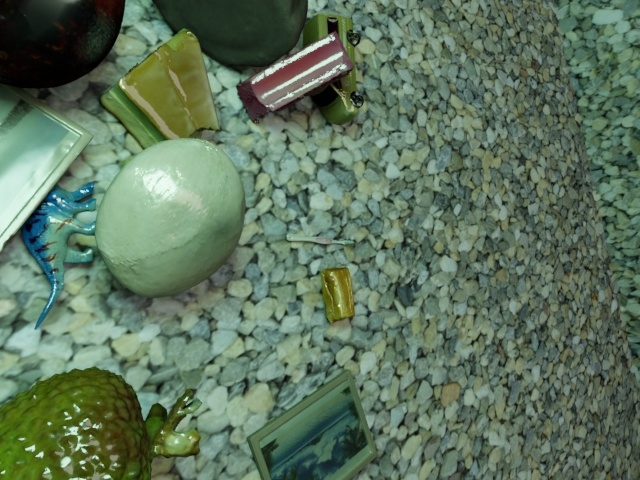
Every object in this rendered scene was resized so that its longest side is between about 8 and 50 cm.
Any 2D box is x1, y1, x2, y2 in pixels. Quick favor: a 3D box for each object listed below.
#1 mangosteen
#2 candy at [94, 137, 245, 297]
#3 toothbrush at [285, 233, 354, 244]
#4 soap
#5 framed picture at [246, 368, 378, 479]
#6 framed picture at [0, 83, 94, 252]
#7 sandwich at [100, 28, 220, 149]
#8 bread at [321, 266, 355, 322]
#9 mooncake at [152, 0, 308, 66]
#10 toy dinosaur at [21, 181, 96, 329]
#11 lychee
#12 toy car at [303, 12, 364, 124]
[{"bbox_3d":[-0.441,-0.374,0.805,0.311,0.311,0.310,7,79,-41],"label":"mangosteen"},{"bbox_3d":[-0.246,-0.036,0.963,0.295,0.185,0.295,-36,138,-42],"label":"candy"},{"bbox_3d":[0.000,0.000,1.327,0.204,0.022,0.017,5,78,-38],"label":"toothbrush"},{"bbox_3d":[-0.057,-0.349,1.206,0.250,0.162,0.099,-29,107,2],"label":"soap"},{"bbox_3d":[-0.006,0.466,1.252,0.315,0.024,0.231,-24,99,-42],"label":"framed picture"},{"bbox_3d":[-0.523,-0.117,0.845,0.213,0.016,0.289,34,62,-15],"label":"framed picture"},{"bbox_3d":[-0.273,-0.275,1.065,0.186,0.108,0.220,50,53,-25],"label":"sandwich"},{"bbox_3d":[0.042,0.128,1.323,0.074,0.054,0.132,-10,90,-46],"label":"bread"},{"bbox_3d":[-0.171,-0.484,1.076,0.306,0.306,0.154,29,60,-35],"label":"mooncake"},{"bbox_3d":[-0.429,-0.031,0.916,0.145,0.076,0.328,-12,88,-32],"label":"toy dinosaur"},{"bbox_3d":[-0.356,0.320,0.809,0.320,0.270,0.269,-3,86,-50],"label":"lychee"},{"bbox_3d":[0.024,-0.415,1.352,0.125,0.101,0.256,3,80,-32],"label":"toy car"}]
